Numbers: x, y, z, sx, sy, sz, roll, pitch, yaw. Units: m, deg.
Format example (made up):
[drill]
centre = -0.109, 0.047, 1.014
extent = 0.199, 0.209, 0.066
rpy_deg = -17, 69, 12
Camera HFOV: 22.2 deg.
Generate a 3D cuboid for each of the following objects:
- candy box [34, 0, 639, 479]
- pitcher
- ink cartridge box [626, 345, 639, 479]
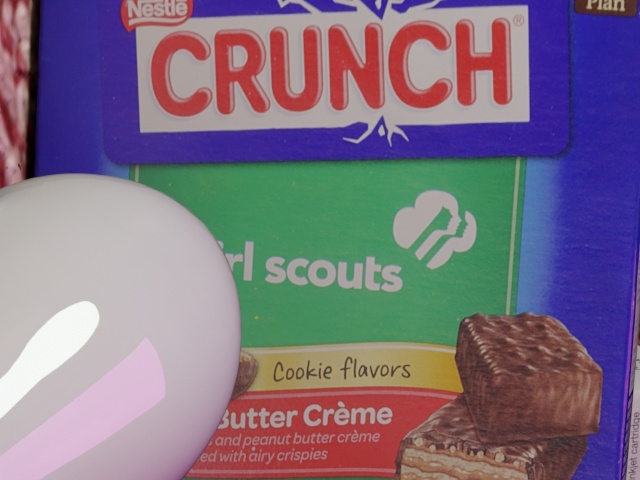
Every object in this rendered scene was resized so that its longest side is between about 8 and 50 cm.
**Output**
[candy box]
centre = 0.012, 0.000, 0.745
extent = 0.122, 0.268, 0.317
rpy_deg = -25, 119, -80
[pitcher]
centre = -0.117, 0.034, 0.548
extent = 0.207, 0.125, 0.178
rpy_deg = -46, 125, -55
[ink cartridge box]
centre = 0.090, 0.181, 1.108
extent = 0.117, 0.278, 0.201
rpy_deg = -130, -143, -67
